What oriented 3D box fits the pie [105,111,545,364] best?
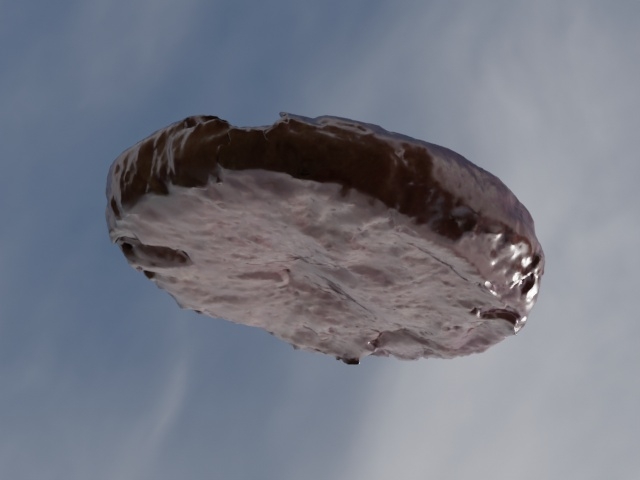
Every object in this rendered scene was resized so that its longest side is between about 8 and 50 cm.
[{"bbox_3d":[0.000,0.000,0.634,0.154,0.154,0.036,1,-117,25],"label":"pie"}]
